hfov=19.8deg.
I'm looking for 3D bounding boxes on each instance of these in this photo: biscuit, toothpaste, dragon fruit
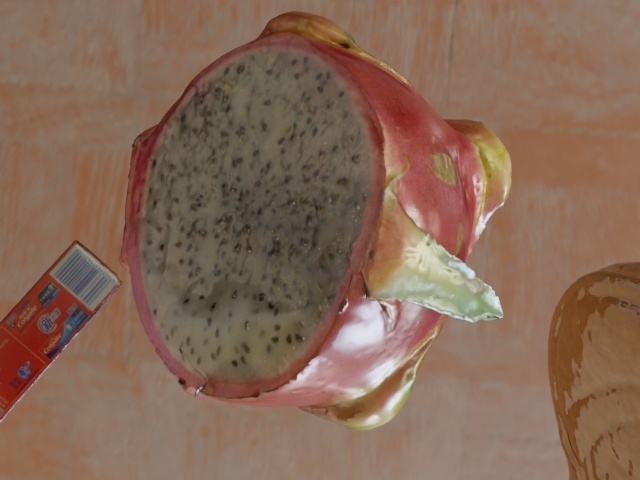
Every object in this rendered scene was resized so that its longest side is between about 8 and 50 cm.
[{"bbox_3d":[0.347,0.241,1.773,0.078,0.350,0.455,-20,91,-23],"label":"biscuit"},{"bbox_3d":[-0.310,0.140,1.686,0.066,0.076,0.320,42,68,-4],"label":"toothpaste"},{"bbox_3d":[0.000,0.000,1.335,0.189,0.290,0.290,18,124,-46],"label":"dragon fruit"}]
